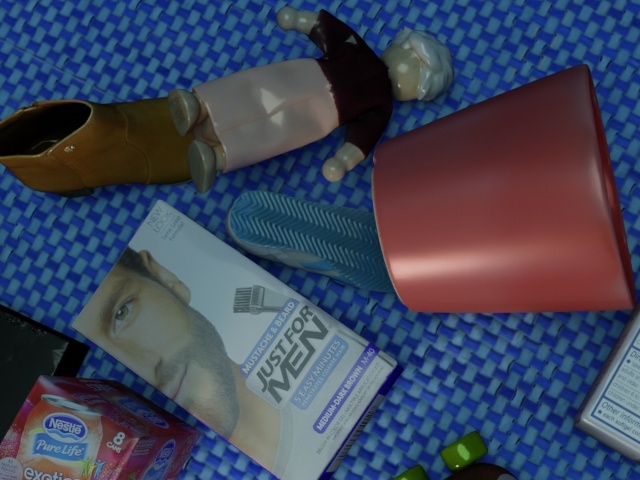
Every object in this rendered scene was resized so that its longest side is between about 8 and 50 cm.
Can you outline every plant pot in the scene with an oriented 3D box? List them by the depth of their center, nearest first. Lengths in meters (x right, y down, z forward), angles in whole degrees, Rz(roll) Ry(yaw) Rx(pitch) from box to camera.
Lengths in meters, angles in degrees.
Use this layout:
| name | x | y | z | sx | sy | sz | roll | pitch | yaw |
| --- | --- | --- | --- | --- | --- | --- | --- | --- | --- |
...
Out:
| name | x | y | z | sx | sy | sz | roll | pitch | yaw |
| --- | --- | --- | --- | --- | --- | --- | --- | --- | --- |
| plant pot | 0.198 | -0.038 | 1.284 | 0.243 | 0.275 | 0.275 | -11 | 78 | 16 |

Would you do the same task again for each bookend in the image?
| name | x | y | z | sx | sy | sz | roll | pitch | yaw |
| --- | --- | --- | --- | --- | --- | --- | --- | --- | --- |
| bookend | -0.386 | 0.164 | 1.410 | 0.156 | 0.072 | 0.157 | 23 | 84 | 12 |

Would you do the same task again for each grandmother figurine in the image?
| name | x | y | z | sx | sy | sz | roll | pitch | yaw |
| --- | --- | --- | --- | --- | --- | --- | --- | --- | --- |
| grandmother figurine | 0.001 | -0.173 | 1.362 | 0.342 | 0.104 | 0.208 | -17 | 97 | -19 |

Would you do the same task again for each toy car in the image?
| name | x | y | z | sx | sy | sz | roll | pitch | yaw |
| --- | --- | --- | --- | --- | --- | --- | --- | --- | --- |
| toy car | 0.152 | 0.300 | 1.253 | 0.149 | 0.188 | 0.155 | -31 | 78 | 1 |

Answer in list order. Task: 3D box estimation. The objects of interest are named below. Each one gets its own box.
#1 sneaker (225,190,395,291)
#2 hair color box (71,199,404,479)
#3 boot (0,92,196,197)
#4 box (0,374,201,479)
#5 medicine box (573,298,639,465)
| name | x | y | z | sx | sy | sz | roll | pitch | yaw |
| --- | --- | --- | --- | --- | --- | --- | --- | --- | --- |
| sneaker | 0.000 | 0.000 | 1.385 | 0.228 | 0.092 | 0.087 | 20 | 80 | -9 |
| hair color box | -0.094 | 0.124 | 1.362 | 0.339 | 0.110 | 0.185 | 33 | 87 | 14 |
| boot | -0.224 | -0.125 | 1.369 | 0.295 | 0.211 | 0.104 | -19 | 79 | 4 |
| box | -0.239 | 0.231 | 1.283 | 0.128 | 0.257 | 0.123 | 29 | 87 | 12 |
| medicine box | 0.458 | 0.138 | 1.262 | 0.263 | 0.149 | 0.289 | 30 | 85 | 12 |
